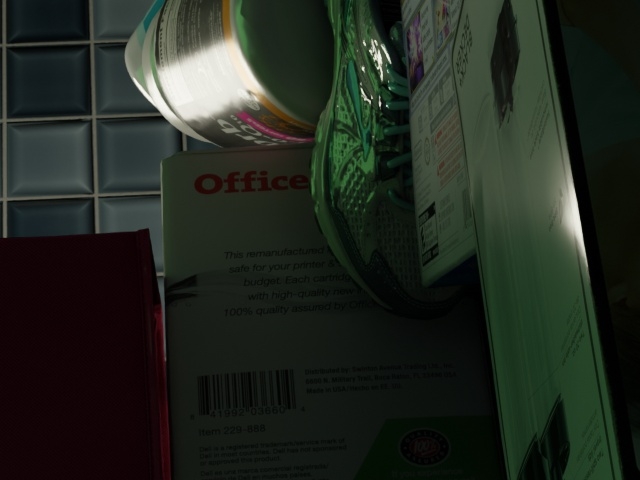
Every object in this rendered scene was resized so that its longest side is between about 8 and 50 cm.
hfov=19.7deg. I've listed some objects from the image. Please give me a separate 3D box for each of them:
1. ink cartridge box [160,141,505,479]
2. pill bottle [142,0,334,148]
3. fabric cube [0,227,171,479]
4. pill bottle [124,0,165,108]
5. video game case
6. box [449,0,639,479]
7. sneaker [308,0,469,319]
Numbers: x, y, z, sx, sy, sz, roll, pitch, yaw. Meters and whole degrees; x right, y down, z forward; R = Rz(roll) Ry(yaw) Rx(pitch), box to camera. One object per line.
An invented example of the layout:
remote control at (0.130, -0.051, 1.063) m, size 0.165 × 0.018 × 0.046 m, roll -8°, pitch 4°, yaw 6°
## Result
ink cartridge box at (0.002, 0.082, 1.257) m, size 0.121 × 0.211 × 0.289 m, roll 92°, pitch 175°, yaw -56°
pill bottle at (-0.030, -0.148, 1.357) m, size 0.278 × 0.162 × 0.162 m, roll 172°, pitch 95°, yaw -69°
fabric cube at (-0.225, 0.145, 1.180) m, size 0.259 × 0.258 × 0.254 m, roll 102°, pitch 163°, yaw -76°
pill bottle at (-0.045, -0.221, 1.579) m, size 0.264 × 0.146 × 0.146 m, roll -53°, pitch 24°, yaw 24°
video game case at (0.090, -0.109, 0.967) m, size 0.269 × 0.061 × 0.244 m, roll 125°, pitch 141°, yaw -82°
box at (0.110, 0.012, 0.626) m, size 0.169 × 0.087 × 0.290 m, roll 96°, pitch 171°, yaw -61°
sneaker at (0.054, -0.090, 1.167) m, size 0.122 × 0.110 × 0.283 m, roll 166°, pitch 98°, yaw -76°
